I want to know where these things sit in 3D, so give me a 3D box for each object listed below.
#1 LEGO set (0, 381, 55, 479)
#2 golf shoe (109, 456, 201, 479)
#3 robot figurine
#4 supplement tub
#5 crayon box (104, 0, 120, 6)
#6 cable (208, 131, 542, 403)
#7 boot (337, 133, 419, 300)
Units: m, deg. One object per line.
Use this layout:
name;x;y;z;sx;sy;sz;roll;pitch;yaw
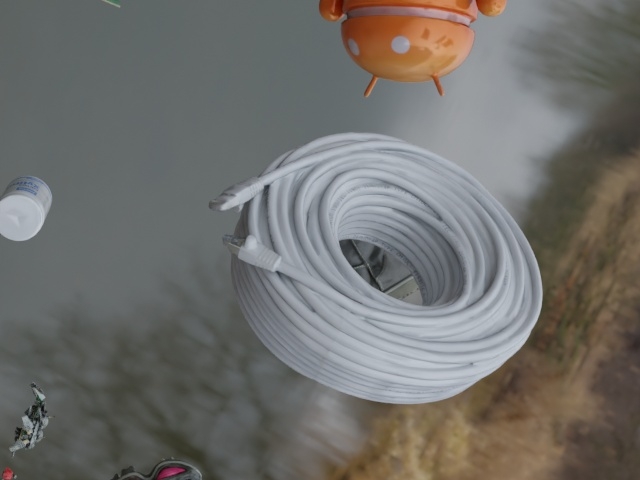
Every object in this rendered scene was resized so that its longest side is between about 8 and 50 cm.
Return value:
LEGO set;-0.199;0.139;0.899;0.054;0.023;0.083;147;-42;-78
golf shoe;-0.226;0.309;1.260;0.273;0.120;0.105;-28;129;5
robot figurine;0.085;-0.240;1.205;0.128;0.158;0.219;-173;-92;-83
supplement tub;-0.421;-0.047;1.872;0.107;0.071;0.071;-106;-142;-72
crayon box;-0.350;-0.501;1.837;0.081;0.318;0.202;-25;159;31
cable;0.053;0.022;1.098;0.257;0.257;0.089;-39;165;-45
boot;-0.002;0.001;1.508;0.190;0.208;0.076;-28;177;-21
